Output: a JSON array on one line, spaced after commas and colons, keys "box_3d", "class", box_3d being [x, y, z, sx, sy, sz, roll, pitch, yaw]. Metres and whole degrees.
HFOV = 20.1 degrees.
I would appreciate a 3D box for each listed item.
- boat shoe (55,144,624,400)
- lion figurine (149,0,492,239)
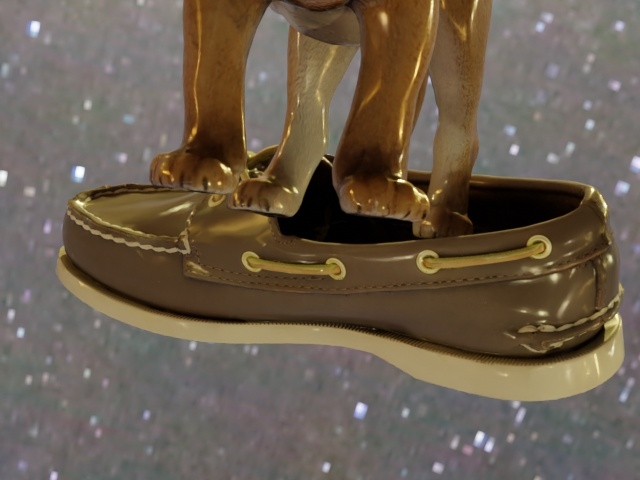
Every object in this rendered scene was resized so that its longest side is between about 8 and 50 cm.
[{"box_3d": [0.000, 0.000, 0.937, 0.324, 0.096, 0.116, 10, -150, 29], "class": "boat shoe"}, {"box_3d": [0.020, -0.127, 0.760, 0.142, 0.240, 0.392, 8, 178, 2], "class": "lion figurine"}]
